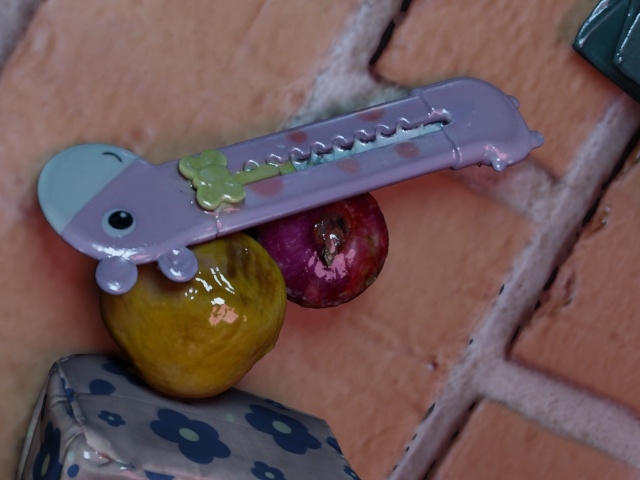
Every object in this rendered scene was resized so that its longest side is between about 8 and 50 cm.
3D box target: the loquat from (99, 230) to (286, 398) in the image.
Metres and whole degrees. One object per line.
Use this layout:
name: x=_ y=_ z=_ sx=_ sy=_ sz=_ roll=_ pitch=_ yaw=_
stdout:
loquat: x=-0.096 y=0.047 z=1.269 sx=0.137 sy=0.113 sz=0.137 roll=3 pitch=113 yaw=8

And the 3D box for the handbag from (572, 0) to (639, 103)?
handbag: x=0.370 y=-0.236 z=1.410 sx=0.238 sy=0.089 sz=0.326 roll=31 pitch=97 yaw=-37

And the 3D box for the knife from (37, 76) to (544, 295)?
knife: x=-0.012 y=-0.058 z=1.275 sx=0.398 sy=0.132 sz=0.038 roll=-16 pitch=152 yaw=-27

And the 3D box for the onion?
onion: x=0.000 y=0.000 z=1.313 sx=0.107 sy=0.097 sz=0.107 roll=-1 pitch=94 yaw=-17

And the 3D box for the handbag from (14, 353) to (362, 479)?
handbag: x=-0.111 y=0.214 z=1.296 sx=0.251 sy=0.190 sz=0.193 roll=16 pitch=106 yaw=-26
